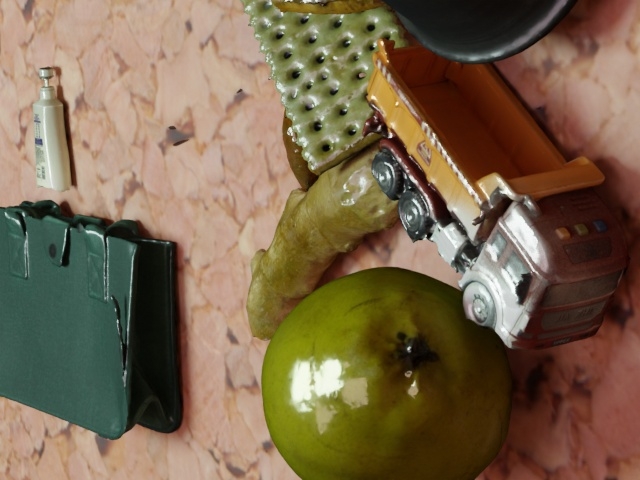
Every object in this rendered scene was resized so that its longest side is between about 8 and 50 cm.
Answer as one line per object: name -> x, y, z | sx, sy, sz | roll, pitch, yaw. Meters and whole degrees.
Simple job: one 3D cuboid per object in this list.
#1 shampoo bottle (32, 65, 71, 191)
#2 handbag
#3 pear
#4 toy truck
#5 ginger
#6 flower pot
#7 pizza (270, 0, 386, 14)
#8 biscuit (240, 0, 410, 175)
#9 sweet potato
shampoo bottle -> -0.308, -0.127, 2.240 | 0.049, 0.034, 0.141 | 16, 111, 60
handbag -> -0.274, 0.084, 2.204 | 0.326, 0.089, 0.238 | 13, 108, 52
pear -> 0.056, 0.125, 1.639 | 0.269, 0.212, 0.212 | 111, 141, -74
toy truck -> 0.137, -0.045, 1.573 | 0.270, 0.114, 0.135 | 56, 144, 33
ginger -> -0.003, 0.000, 1.817 | 0.299, 0.065, 0.118 | -56, 48, 45
flower pot -> 0.087, -0.260, 1.504 | 0.235, 0.148, 0.235 | -6, 81, 45
pizza -> 0.003, -0.298, 1.715 | 0.147, 0.069, 0.226 | -21, 78, 30
biscuit -> 0.005, -0.183, 1.740 | 0.139, 0.016, 0.231 | -30, 68, 22
sweet potato -> -0.016, -0.085, 1.842 | 0.034, 0.034, 0.095 | -1, 108, 55
